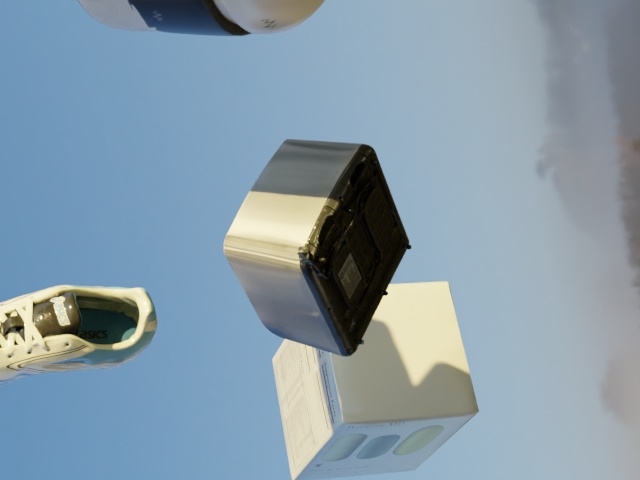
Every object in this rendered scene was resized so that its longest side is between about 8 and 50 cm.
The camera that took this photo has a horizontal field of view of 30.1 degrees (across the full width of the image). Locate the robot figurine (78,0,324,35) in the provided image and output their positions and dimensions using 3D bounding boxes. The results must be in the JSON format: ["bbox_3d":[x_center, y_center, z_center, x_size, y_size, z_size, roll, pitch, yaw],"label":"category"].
[{"bbox_3d":[-0.115,-0.271,1.053,0.209,0.278,0.173,-53,-39,-44],"label":"robot figurine"}]

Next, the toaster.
[{"bbox_3d":[0.000,0.000,1.211,0.168,0.110,0.185,-62,-34,-31],"label":"toaster"}]

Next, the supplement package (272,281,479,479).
[{"bbox_3d":[0.068,0.204,1.692,0.262,0.199,0.198,120,144,-58],"label":"supplement package"}]

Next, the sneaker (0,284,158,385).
[{"bbox_3d":[-0.253,0.078,1.007,0.085,0.237,0.086,65,149,29],"label":"sneaker"}]
